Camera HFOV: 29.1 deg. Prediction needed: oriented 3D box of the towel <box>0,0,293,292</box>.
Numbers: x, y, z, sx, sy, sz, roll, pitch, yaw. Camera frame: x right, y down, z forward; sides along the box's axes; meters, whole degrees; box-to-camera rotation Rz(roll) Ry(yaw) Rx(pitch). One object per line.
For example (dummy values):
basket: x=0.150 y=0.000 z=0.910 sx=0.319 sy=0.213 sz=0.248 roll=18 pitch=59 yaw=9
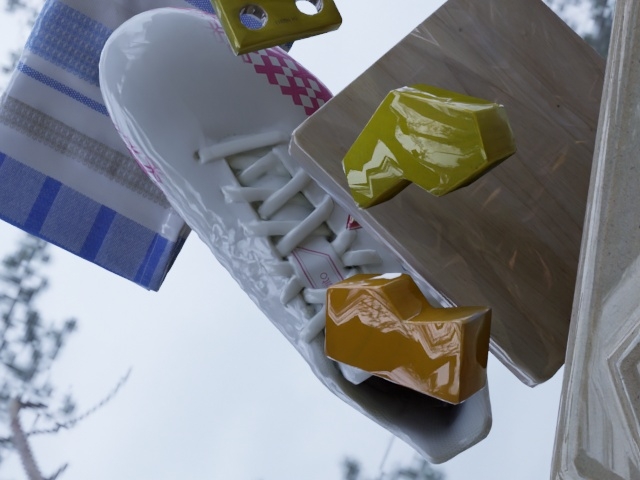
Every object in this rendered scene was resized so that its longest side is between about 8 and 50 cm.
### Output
towel: x=-0.171 y=-0.115 z=1.087 sx=0.285 sy=0.209 sz=0.034 roll=-61 pitch=9 yaw=9

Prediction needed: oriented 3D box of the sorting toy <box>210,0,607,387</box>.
sorting toy: x=0.066 y=-0.031 z=0.503 sx=0.132 sy=0.274 sz=0.046 roll=-43 pitch=-5 yaw=-27

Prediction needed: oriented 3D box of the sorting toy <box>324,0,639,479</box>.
sorting toy: x=0.134 y=0.004 z=0.361 sx=0.041 sy=0.307 sz=0.229 roll=-21 pitch=-60 yaw=-47

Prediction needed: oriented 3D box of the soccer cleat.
soccer cleat: x=0.000 y=0.000 z=0.732 sx=0.116 sy=0.331 sz=0.143 roll=-38 pitch=23 yaw=11
